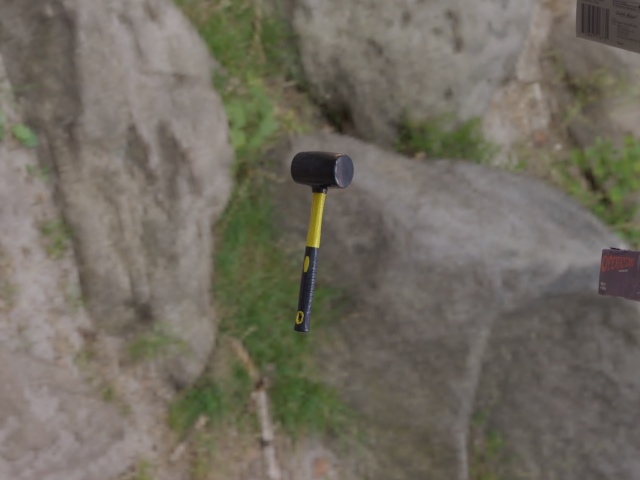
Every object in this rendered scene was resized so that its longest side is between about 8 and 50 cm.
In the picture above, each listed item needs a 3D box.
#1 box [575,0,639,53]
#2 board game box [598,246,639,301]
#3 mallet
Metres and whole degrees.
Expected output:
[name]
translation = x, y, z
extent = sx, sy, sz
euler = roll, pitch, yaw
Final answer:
[box]
translation = 0.412, -0.286, 1.794
extent = 0.137, 0.126, 0.072
euler = -15, 115, -29
[board game box]
translation = 0.425, 0.044, 1.169
extent = 0.346, 0.208, 0.056
euler = 5, 94, -9
[mallet]
translation = 0.000, 0.000, 1.477
extent = 0.039, 0.062, 0.190
euler = 12, 78, -54
